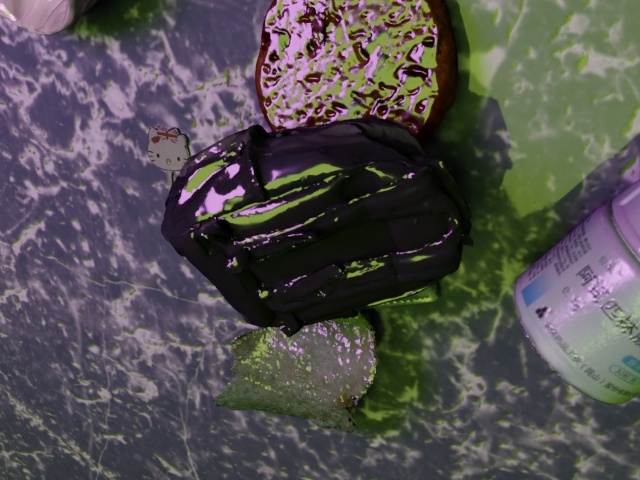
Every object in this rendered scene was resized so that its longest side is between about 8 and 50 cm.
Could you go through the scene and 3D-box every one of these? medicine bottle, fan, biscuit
[{"bbox_3d":[0.252,0.031,0.483,0.135,0.135,0.168,42,122,2],"label":"medicine bottle"},{"bbox_3d":[-0.170,-0.087,0.704,0.056,0.004,0.083,10,117,20],"label":"fan"},{"bbox_3d":[0.029,-0.150,0.548,0.192,0.049,0.192,7,108,21],"label":"biscuit"}]

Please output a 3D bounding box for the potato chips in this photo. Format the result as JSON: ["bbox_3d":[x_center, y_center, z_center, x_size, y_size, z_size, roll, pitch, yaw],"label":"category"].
[{"bbox_3d":[-0.024,0.151,0.693,0.167,0.059,0.228,29,131,9],"label":"potato chips"}]

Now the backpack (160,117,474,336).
[{"bbox_3d":[-0.003,-0.010,0.532,0.258,0.133,0.206,-13,132,23],"label":"backpack"}]

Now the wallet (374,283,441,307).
[{"bbox_3d":[-0.001,0.001,0.646,0.222,0.036,0.167,-8,108,27],"label":"wallet"}]

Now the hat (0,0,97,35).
[{"bbox_3d":[-0.267,-0.335,0.599,0.219,0.164,0.226,25,82,14],"label":"hat"}]
